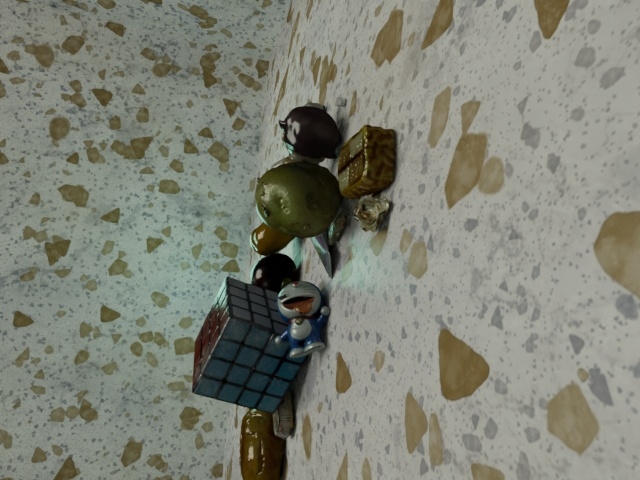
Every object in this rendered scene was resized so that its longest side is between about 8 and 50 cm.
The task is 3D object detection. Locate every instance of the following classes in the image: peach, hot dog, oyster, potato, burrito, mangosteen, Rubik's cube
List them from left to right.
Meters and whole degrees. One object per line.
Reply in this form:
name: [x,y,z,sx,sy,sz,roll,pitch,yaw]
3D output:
Rubik's cube: [-0.269,0.392,1.694,0.344,0.337,0.344,-62,21,15]
peach: [-0.199,-0.032,1.985,0.251,0.153,0.251,-39,4,3]
mangosteen: [-0.193,0.162,1.932,0.216,0.216,0.216,-172,90,-74]
hot dog: [-0.153,0.654,1.751,0.268,0.075,0.144,-104,24,-49]
potato: [-0.065,-0.142,1.420,0.359,0.269,0.219,-55,-15,-68]
burrito: [0.056,-0.043,1.427,0.149,0.041,0.055,116,166,-54]
oyster: [0.132,-0.074,1.164,0.148,0.051,0.103,35,114,55]

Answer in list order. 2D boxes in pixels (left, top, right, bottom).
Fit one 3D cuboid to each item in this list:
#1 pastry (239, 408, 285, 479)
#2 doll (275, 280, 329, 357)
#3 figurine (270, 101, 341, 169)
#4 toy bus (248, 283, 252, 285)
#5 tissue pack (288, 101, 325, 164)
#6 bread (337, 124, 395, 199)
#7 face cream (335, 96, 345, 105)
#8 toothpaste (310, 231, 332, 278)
pastry: [-0.254,0.866,1.840,0.356,0.163,0.356,-173,90,-71]
doll: [-0.068,0.261,1.486,0.161,0.215,0.257,53,-159,-57]
figurine: [-0.062,-0.313,1.619,0.218,0.206,0.365,32,113,25]
toy bus: [-0.346,0.406,2.387,0.190,0.152,0.312,-133,53,-70]
tissue pack: [-0.070,-0.423,1.932,0.228,0.103,0.316,-164,83,-74]
bread: [0.121,-0.212,1.200,0.222,0.096,0.182,157,117,-71]
face cream: [0.071,-0.515,1.640,0.115,0.020,0.038,-117,38,-68]
toothpaste: [0.000,0.000,1.557,0.299,0.073,0.114,-109,13,-51]
